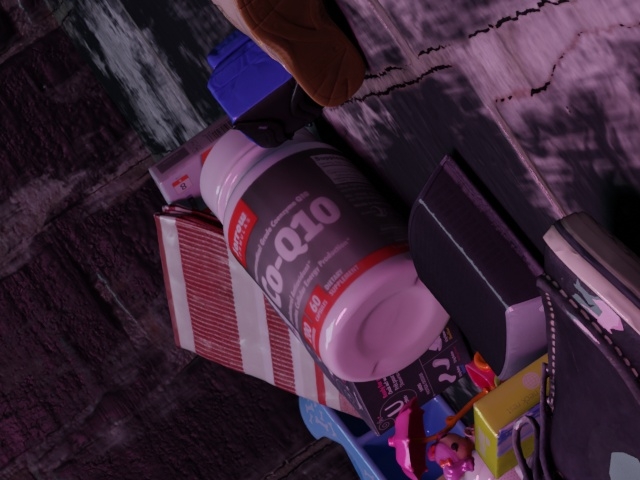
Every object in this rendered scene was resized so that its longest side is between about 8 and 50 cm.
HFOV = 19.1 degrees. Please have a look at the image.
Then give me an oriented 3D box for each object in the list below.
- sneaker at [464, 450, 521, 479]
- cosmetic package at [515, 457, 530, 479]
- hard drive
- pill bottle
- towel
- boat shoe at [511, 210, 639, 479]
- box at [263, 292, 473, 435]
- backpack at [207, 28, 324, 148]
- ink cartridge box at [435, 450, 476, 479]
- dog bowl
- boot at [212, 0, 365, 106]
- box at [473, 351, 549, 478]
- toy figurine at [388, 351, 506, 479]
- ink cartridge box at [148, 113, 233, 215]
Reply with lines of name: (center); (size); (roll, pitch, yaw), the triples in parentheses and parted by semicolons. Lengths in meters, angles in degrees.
sneaker: (0.279, 0.326, 1.955); (0.292, 0.108, 0.169); (47, 173, -20)
cosmetic package: (0.288, 0.283, 1.764); (0.231, 0.085, 0.117); (54, 172, -7)
hard drive: (0.142, 0.035, 1.676); (0.172, 0.054, 0.255); (52, 172, 16)
pill bottle: (0.000, 0.000, 1.964); (0.283, 0.161, 0.161); (48, 169, 37)
towel: (-0.060, 0.091, 2.404); (0.329, 0.037, 0.237); (19, 133, 29)
boat shoe: (0.231, 0.173, 1.386); (0.187, 0.156, 0.500); (50, 170, 40)
box: (0.033, 0.065, 2.114); (0.247, 0.142, 0.163); (48, 170, 37)
backpack: (-0.050, -0.154, 1.878); (0.101, 0.098, 0.120); (61, -172, 23)
ink cartridge box: (0.225, 0.377, 2.137); (0.193, 0.088, 0.235); (44, -162, -27)
dog bowl: (0.095, 0.244, 2.470); (0.297, 0.166, 0.074); (52, 160, 21)
boot: (-0.056, -0.225, 1.660); (0.165, 0.077, 0.213); (47, 175, 48)
box: (0.188, 0.148, 1.679); (0.042, 0.109, 0.178); (53, 172, 19)
toy figurine: (0.150, 0.185, 1.876); (0.173, 0.159, 0.130); (44, 167, 48)
ink cartridge box: (-0.127, -0.068, 2.474); (0.045, 0.145, 0.179); (47, 170, 46)
